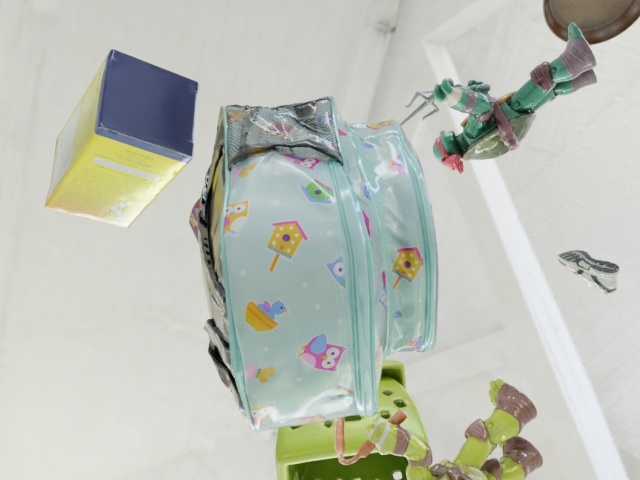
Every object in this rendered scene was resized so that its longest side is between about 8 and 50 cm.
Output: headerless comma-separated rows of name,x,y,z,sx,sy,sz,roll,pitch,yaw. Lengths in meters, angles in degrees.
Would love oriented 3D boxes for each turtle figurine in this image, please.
turtle figurine,0.127,0.231,0.701,0.087,0.217,0.269,-2,-64,56
turtle figurine,0.202,-0.157,0.843,0.234,0.175,0.118,-28,-84,16

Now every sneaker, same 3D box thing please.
sneaker,0.370,0.044,1.005,0.109,0.040,0.043,-139,-146,-63

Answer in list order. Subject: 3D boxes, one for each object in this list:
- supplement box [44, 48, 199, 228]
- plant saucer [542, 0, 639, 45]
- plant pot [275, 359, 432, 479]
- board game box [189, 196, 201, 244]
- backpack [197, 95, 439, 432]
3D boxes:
supplement box,-0.423,-0.198,1.521,0.357,0.195,0.194,-34,-132,47
plant saucer,0.418,-0.379,1.093,0.168,0.169,0.029,-50,-151,33
plant pot,0.049,0.323,1.150,0.207,0.227,0.228,-96,179,-54
board game box,-0.256,-0.029,1.691,0.133,0.033,0.168,-32,-102,29
backpack,-0.002,0.016,0.438,0.145,0.188,0.165,-1,-56,4
